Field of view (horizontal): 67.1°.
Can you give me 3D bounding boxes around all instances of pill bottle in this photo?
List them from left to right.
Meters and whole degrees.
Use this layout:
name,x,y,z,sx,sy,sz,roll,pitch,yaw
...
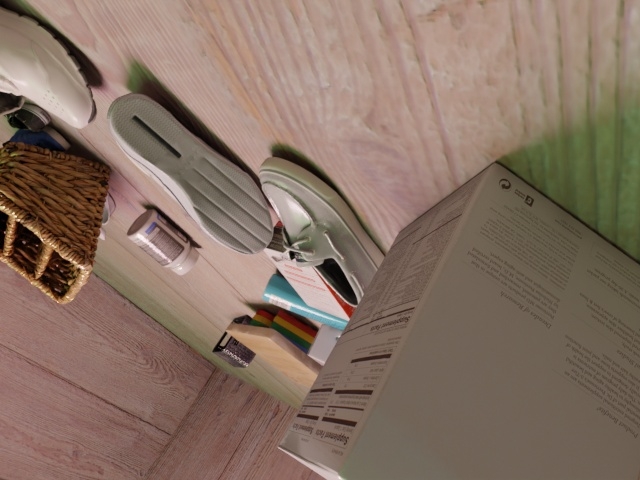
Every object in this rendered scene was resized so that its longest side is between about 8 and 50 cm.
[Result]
name,x,y,z,sx,sy,sz,roll,pitch,yaw
pill bottle,-0.322,0.006,1.001,0.078,0.078,0.137,3,143,49

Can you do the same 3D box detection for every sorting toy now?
name,x,y,z,sx,sy,sz,roll,pitch,yaw
sorting toy,-0.066,0.259,1.167,0.255,0.089,0.257,42,155,-21

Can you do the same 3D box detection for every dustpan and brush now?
name,x,y,z,sx,sy,sz,roll,pitch,yaw
dustpan and brush,-0.537,-0.069,1.144,0.147,0.060,0.211,27,156,12

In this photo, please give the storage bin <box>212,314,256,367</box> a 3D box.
name,x,y,z,sx,sy,sz,roll,pitch,yaw
storage bin,-0.235,0.297,1.411,0.084,0.122,0.180,37,157,-10

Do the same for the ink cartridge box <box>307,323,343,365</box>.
name,x,y,z,sx,sy,sz,roll,pitch,yaw
ink cartridge box,0.071,0.247,0.970,0.127,0.072,0.175,16,158,36

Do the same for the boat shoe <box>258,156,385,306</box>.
name,x,y,z,sx,sy,sz,roll,pitch,yaw
boat shoe,0.000,0.000,0.579,0.079,0.081,0.227,1,143,50

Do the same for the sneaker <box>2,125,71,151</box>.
name,x,y,z,sx,sy,sz,roll,pitch,yaw
sneaker,-0.543,-0.173,0.913,0.152,0.085,0.058,18,153,30

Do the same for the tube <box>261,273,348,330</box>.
name,x,y,z,sx,sy,sz,roll,pitch,yaw
tube,-0.004,0.127,0.885,0.207,0.052,0.080,25,169,2

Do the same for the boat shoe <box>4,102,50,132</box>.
name,x,y,z,sx,sy,sz,roll,pitch,yaw
boat shoe,-0.541,-0.222,0.870,0.142,0.040,0.049,15,151,35

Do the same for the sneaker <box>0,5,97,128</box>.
name,x,y,z,sx,sy,sz,roll,pitch,yaw
sneaker,-0.415,-0.232,0.582,0.297,0.129,0.111,38,154,-17

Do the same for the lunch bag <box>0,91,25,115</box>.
name,x,y,z,sx,sy,sz,roll,pitch,yaw
lunch bag,-0.586,-0.265,0.671,0.235,0.169,0.287,13,176,41

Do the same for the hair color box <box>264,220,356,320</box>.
name,x,y,z,sx,sy,sz,roll,pitch,yaw
hair color box,-0.006,0.048,0.720,0.093,0.053,0.167,16,153,37

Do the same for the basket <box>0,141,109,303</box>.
name,x,y,z,sx,sy,sz,roll,pitch,yaw
basket,-0.555,-0.020,0.926,0.213,0.223,0.299,14,156,-33

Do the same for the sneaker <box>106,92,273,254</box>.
name,x,y,z,sx,sy,sz,roll,pitch,yaw
sneaker,-0.161,-0.085,0.629,0.258,0.094,0.091,49,170,-26

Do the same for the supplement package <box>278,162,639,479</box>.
name,x,y,z,sx,sy,sz,roll,pitch,yaw
supplement package,0.128,0.120,0.424,0.199,0.263,0.198,34,157,-4
